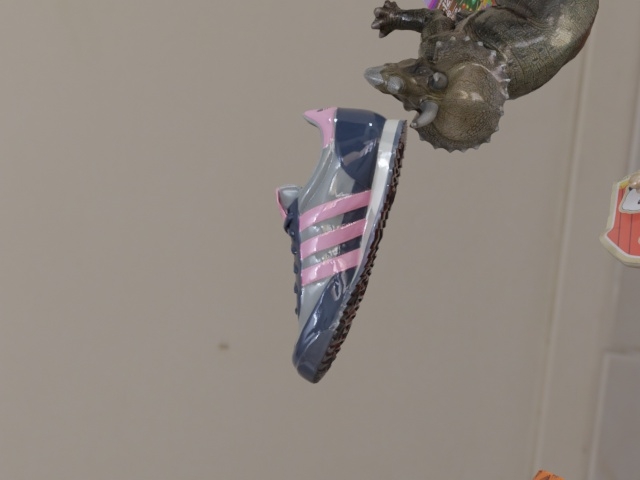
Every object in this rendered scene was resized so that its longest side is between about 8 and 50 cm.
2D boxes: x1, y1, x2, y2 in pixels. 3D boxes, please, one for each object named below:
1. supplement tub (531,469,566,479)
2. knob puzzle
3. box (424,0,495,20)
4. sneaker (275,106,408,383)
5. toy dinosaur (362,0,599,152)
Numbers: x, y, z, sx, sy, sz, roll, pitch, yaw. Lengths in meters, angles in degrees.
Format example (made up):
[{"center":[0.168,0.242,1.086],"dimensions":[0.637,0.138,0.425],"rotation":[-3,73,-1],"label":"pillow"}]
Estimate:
[{"center":[0.160,0.282,1.271],"dimensions":[0.117,0.190,0.117],"rotation":[33,-8,6],"label":"supplement tub"},{"center":[0.367,-0.041,1.682],"dimensions":[0.030,0.213,0.213],"rotation":[50,-10,-24],"label":"knob puzzle"},{"center":[0.225,-0.362,1.966],"dimensions":[0.057,0.293,0.201],"rotation":[-1,47,-31],"label":"box"},{"center":[0.000,0.000,1.880],"dimensions":[0.131,0.319,0.112],"rotation":[17,-5,8],"label":"sneaker"},{"center":[0.150,-0.164,1.329],"dimensions":[0.313,0.121,0.160],"rotation":[-31,40,-24],"label":"toy dinosaur"}]
